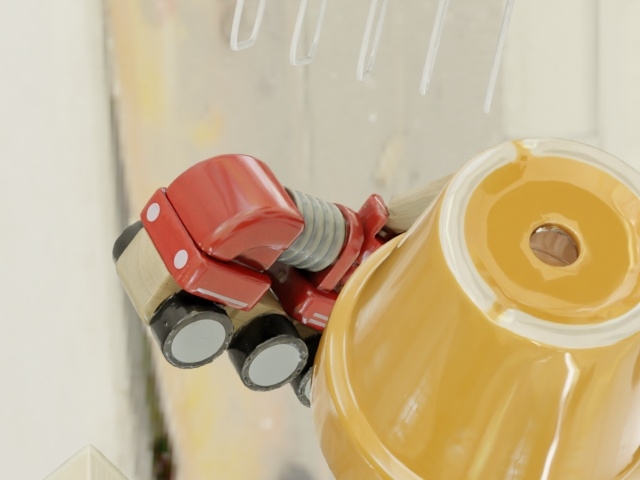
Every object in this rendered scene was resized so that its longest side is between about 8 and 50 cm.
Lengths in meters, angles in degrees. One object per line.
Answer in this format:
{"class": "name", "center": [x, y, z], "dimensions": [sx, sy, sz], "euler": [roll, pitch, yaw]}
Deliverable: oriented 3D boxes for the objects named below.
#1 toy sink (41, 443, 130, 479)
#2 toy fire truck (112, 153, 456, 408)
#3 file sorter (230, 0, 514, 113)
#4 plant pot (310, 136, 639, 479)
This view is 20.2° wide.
{"class": "toy sink", "center": [-0.095, 0.249, 0.894], "dimensions": [0.234, 0.153, 0.131], "euler": [50, 7, -21]}
{"class": "toy fire truck", "center": [0.000, 0.000, 1.361], "dimensions": [0.217, 0.246, 0.158], "euler": [22, 24, -41]}
{"class": "file sorter", "center": [0.060, -0.246, 1.808], "dimensions": [0.193, 0.278, 0.173], "euler": [-55, 159, -80]}
{"class": "plant pot", "center": [0.108, 0.048, 0.973], "dimensions": [0.188, 0.205, 0.205], "euler": [105, 1, -56]}
